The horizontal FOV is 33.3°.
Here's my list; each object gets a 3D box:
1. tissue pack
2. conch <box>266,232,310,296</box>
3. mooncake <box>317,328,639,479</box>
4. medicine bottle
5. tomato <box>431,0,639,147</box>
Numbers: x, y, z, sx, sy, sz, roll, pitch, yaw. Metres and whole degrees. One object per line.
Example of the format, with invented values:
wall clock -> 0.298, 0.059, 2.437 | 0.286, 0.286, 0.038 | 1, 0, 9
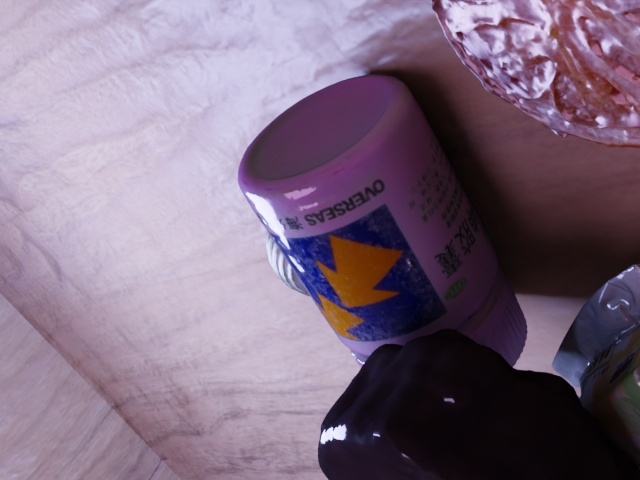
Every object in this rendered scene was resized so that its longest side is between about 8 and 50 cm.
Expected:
tissue pack -> 0.273, 0.114, 0.909 | 0.145, 0.159, 0.229 | 36, 153, 12
conch -> 0.006, -0.001, 1.154 | 0.102, 0.153, 0.135 | -20, 129, 25
mooncake -> 0.137, 0.202, 0.908 | 0.283, 0.141, 0.283 | 33, 153, 19
medicine bottle -> 0.065, 0.008, 1.011 | 0.178, 0.178, 0.291 | 7, 136, 50
tomato -> 0.175, -0.174, 0.685 | 0.236, 0.095, 0.237 | 35, 157, 17
